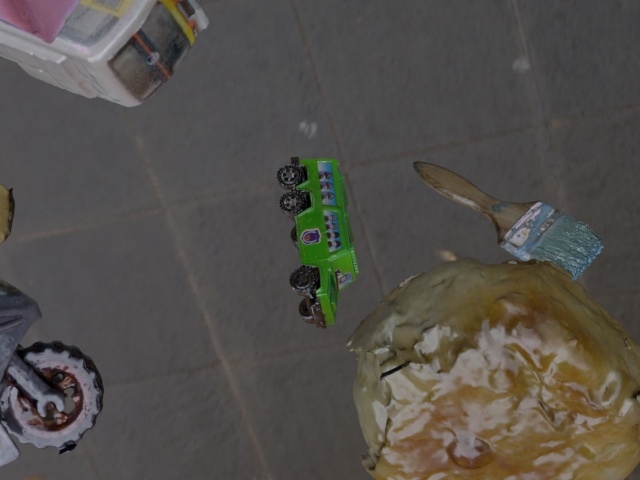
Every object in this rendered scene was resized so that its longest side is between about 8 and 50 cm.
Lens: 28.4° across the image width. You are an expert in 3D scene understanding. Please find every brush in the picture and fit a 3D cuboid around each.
[{"bbox_3d":[0.160,-0.025,1.144,0.196,0.070,0.021,32,150,29],"label":"brush"}]

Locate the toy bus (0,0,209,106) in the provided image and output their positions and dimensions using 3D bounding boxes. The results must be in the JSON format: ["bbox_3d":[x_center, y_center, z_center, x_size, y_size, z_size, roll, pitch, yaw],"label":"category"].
[{"bbox_3d":[-0.215,-0.182,0.916,0.268,0.106,0.092,23,166,25],"label":"toy bus"}]

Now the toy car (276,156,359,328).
[{"bbox_3d":[0.000,0.000,1.187,0.062,0.165,0.071,-10,147,4],"label":"toy car"}]

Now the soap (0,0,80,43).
[{"bbox_3d":[-0.101,-0.133,0.395,0.056,0.100,0.149,23,161,10],"label":"soap"}]

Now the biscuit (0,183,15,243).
[{"bbox_3d":[-0.320,-0.043,0.947,0.052,0.056,0.188,-15,152,43],"label":"biscuit"}]

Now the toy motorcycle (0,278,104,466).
[{"bbox_3d":[-0.241,0.095,0.746,0.215,0.080,0.122,-19,104,-9],"label":"toy motorcycle"}]

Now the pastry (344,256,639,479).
[{"bbox_3d":[0.085,0.076,0.610,0.153,0.081,0.153,3,126,4],"label":"pastry"}]
